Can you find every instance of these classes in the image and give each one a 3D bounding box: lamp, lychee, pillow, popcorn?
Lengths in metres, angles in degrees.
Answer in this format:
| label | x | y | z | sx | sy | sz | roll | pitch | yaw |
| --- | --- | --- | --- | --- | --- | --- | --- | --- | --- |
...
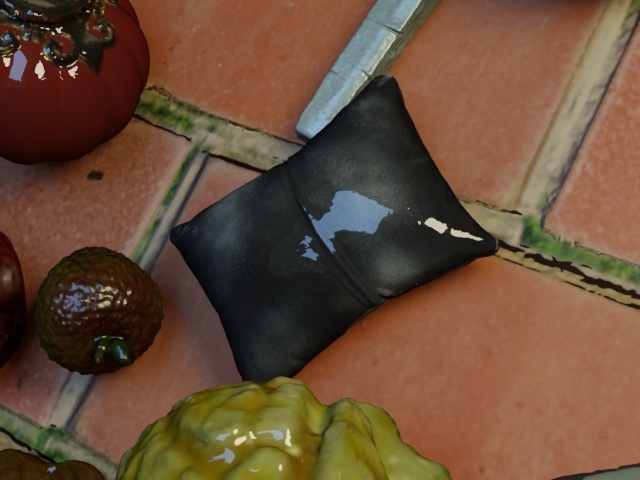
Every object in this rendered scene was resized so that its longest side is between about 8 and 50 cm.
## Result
| label | x | y | z | sx | sy | sz | roll | pitch | yaw |
| --- | --- | --- | --- | --- | --- | --- | --- | --- | --- |
| lamp | -0.279 | -0.173 | 1.122 | 0.227 | 0.227 | 0.227 | -10 | 66 | 23 |
| lychee | -0.197 | 0.063 | 1.037 | 0.114 | 0.114 | 0.146 | -37 | 39 | 9 |
| pillow | 0.000 | 0.000 | 0.967 | 0.250 | 0.106 | 0.186 | -35 | 66 | 12 |
| popcorn | -0.028 | 0.219 | 0.794 | 0.282 | 0.282 | 0.247 | -18 | 34 | 19 |

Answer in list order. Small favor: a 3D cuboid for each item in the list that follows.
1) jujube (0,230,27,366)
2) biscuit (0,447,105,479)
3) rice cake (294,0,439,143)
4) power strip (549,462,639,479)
| label | x | y | z | sx | sy | sz | roll | pitch | yaw |
| --- | --- | --- | --- | --- | --- | --- | --- | --- | --- |
| jujube | -0.436 | 0.027 | 1.129 | 0.342 | 0.216 | 0.216 | 17 | 78 | 23 |
| biscuit | -0.287 | 0.314 | 1.020 | 0.273 | 0.049 | 0.257 | -22 | 62 | 16 |
| rice cake | 0.059 | -0.185 | 1.048 | 0.045 | 0.042 | 0.245 | 34 | 89 | 21 |
| power strip | 0.238 | 0.203 | 0.711 | 0.257 | 0.092 | 0.251 | -16 | 22 | 23 |
